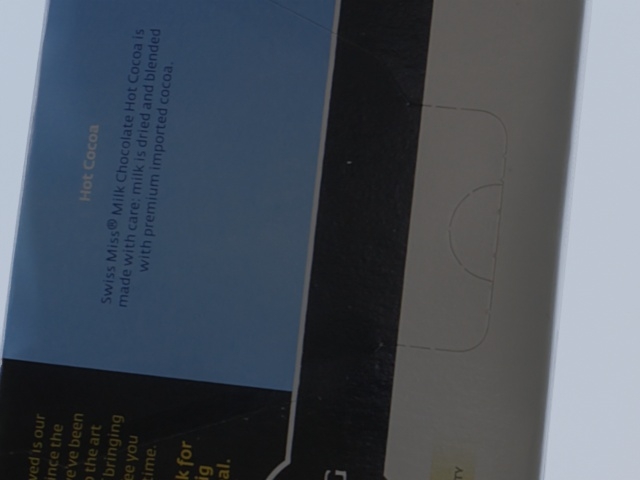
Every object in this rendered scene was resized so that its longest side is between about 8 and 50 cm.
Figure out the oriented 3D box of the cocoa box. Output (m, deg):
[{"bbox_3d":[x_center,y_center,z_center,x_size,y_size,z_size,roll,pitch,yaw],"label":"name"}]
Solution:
[{"bbox_3d":[0.000,0.000,0.691,0.228,0.231,0.347,5,-95,10],"label":"cocoa box"}]
